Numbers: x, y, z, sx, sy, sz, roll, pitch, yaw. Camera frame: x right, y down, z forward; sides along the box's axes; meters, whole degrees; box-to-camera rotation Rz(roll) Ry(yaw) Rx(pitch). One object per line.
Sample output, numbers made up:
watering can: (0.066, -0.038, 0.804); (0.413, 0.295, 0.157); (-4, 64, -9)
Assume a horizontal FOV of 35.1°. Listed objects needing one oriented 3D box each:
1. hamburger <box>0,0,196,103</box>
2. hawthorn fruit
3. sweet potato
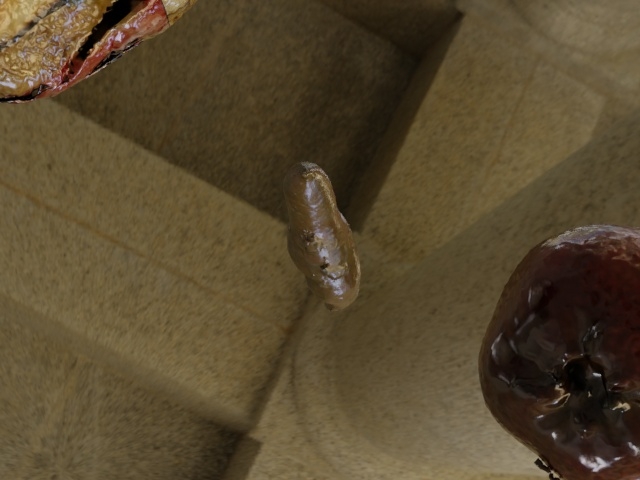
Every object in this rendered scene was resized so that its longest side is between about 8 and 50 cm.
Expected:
hamburger: (-0.129, -0.177, 0.453); (0.231, 0.231, 0.107); (-29, -122, -18)
hawthorn fruit: (0.350, 0.110, 1.092); (0.369, 0.285, 0.284); (-15, -99, -40)
sweet potato: (0.000, 0.000, 0.912); (0.067, 0.274, 0.067); (-4, -119, 8)
